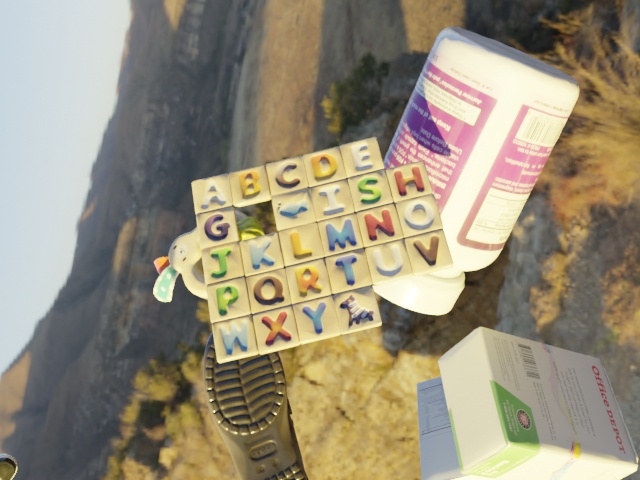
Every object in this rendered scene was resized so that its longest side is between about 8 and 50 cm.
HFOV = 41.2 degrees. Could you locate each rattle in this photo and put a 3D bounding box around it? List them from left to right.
[{"bbox_3d":[-0.183,0.014,1.117,0.142,0.199,0.130,10,-102,-60],"label":"rattle"}]

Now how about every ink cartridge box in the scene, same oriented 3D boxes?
[{"bbox_3d":[0.262,0.209,1.031,0.093,0.212,0.154,-49,37,41],"label":"ink cartridge box"}]

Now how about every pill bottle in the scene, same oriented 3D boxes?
[{"bbox_3d":[0.154,-0.073,0.974,0.169,0.169,0.302,-106,37,-65],"label":"pill bottle"}]

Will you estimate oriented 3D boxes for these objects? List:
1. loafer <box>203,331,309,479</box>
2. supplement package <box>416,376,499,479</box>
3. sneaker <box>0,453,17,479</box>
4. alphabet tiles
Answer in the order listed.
[{"bbox_3d":[-0.110,0.313,1.428,0.130,0.133,0.366,108,149,-76],"label":"loafer"},{"bbox_3d":[0.278,0.365,1.504,0.149,0.194,0.203,-21,42,23],"label":"supplement package"},{"bbox_3d":[-0.671,0.502,1.613,0.079,0.216,0.121,63,168,-25],"label":"sneaker"},{"bbox_3d":[0.000,0.000,0.831,0.009,0.237,0.198,70,-173,-64],"label":"alphabet tiles"}]
